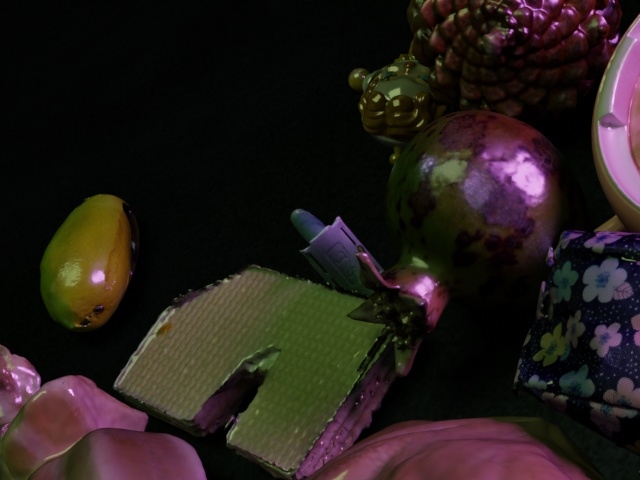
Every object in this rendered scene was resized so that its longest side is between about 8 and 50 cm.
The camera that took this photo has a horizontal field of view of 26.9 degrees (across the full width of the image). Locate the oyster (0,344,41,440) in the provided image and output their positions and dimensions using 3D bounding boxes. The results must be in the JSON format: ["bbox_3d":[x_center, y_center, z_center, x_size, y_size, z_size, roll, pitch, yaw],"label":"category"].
[{"bbox_3d":[-0.378,0.237,1.111,0.351,0.114,0.238,-25,37,-3],"label":"oyster"}]

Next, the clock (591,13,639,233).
[{"bbox_3d":[0.281,-0.066,0.805,0.227,0.142,0.241,6,67,47],"label":"clock"}]

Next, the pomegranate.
[{"bbox_3d":[0.093,-0.010,0.893,0.169,0.148,0.148,-26,32,-17],"label":"pomegranate"}]

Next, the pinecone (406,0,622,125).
[{"bbox_3d":[0.147,-0.165,1.015,0.174,0.173,0.173,-25,39,23],"label":"pinecone"}]

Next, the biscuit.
[{"bbox_3d":[-0.047,0.094,1.011,0.250,0.046,0.147,13,64,48],"label":"biscuit"}]

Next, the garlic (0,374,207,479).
[{"bbox_3d":[-0.190,0.251,0.919,0.279,0.132,0.325,-40,31,13],"label":"garlic"}]

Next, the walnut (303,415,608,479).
[{"bbox_3d":[0.059,0.209,0.636,0.227,0.273,0.273,28,70,16],"label":"walnut"}]

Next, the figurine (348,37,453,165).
[{"bbox_3d":[0.075,-0.128,1.110,0.101,0.068,0.143,-9,41,0],"label":"figurine"}]

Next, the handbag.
[{"bbox_3d":[0.229,0.078,0.636,0.229,0.208,0.126,4,69,50],"label":"handbag"}]

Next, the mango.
[{"bbox_3d":[-0.215,0.013,1.229,0.091,0.074,0.165,-29,37,21],"label":"mango"}]

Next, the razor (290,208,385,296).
[{"bbox_3d":[0.000,0.000,1.068,0.040,0.068,0.135,-41,24,-2],"label":"razor"}]
